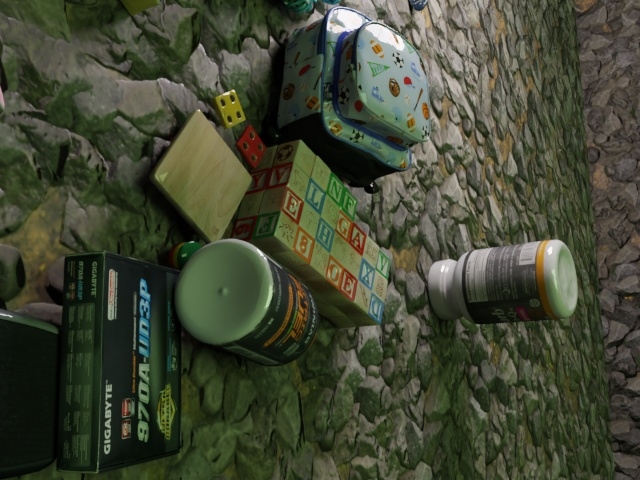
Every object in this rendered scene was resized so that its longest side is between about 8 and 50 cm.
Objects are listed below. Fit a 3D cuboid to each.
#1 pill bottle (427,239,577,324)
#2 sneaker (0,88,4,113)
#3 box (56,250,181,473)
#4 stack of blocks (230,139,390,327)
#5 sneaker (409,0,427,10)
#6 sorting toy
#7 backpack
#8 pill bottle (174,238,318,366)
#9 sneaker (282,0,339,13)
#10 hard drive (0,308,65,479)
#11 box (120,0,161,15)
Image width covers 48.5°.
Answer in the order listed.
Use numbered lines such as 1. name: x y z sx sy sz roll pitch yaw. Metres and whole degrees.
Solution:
1. pill bottle: 0.378 0.093 1.488 0.162 0.278 0.162 18 68 -52
2. sneaker: -0.384 -0.080 0.583 0.131 0.112 0.319 55 43 -28
3. box: -0.214 0.132 0.786 0.175 0.051 0.220 32 55 -71
4. stack of blocks: 0.000 0.000 1.136 0.297 0.087 0.171 43 49 -42
5. sneaker: 0.239 -0.585 1.649 0.058 0.052 0.135 35 56 -53
6. sorting toy: -0.164 -0.087 0.957 0.132 0.046 0.275 53 44 -34
7. backpack: 0.052 -0.250 1.180 0.276 0.213 0.264 22 54 -48
8. pill bottle: -0.080 0.093 0.937 0.246 0.130 0.131 45 45 -65
9. sneaker: -0.039 -0.431 1.173 0.275 0.107 0.110 -26 122 -48
10. hard drive: -0.345 0.135 0.639 0.254 0.054 0.172 20 66 -52
11. box: -0.207 -0.405 0.960 0.087 0.058 0.232 54 43 -33
